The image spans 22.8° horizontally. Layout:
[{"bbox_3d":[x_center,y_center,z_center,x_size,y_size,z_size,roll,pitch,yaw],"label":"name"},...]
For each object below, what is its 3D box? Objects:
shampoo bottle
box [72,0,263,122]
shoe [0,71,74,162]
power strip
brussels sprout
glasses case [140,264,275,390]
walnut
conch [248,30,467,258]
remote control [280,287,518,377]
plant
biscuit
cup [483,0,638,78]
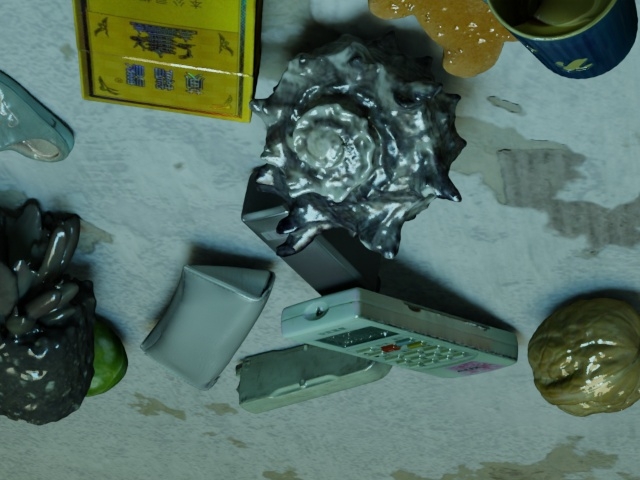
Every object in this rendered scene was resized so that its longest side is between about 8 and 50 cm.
[{"bbox_3d":[0.000,0.000,2.007,0.080,0.079,0.246,-11,142,31],"label":"shampoo bottle"},{"bbox_3d":[-0.156,-0.252,1.649,0.193,0.084,0.301,9,148,1],"label":"box"},{"bbox_3d":[-0.379,-0.137,1.897,0.079,0.078,0.195,-18,141,37],"label":"shoe"},{"bbox_3d":[-0.008,0.186,2.308,0.286,0.080,0.048,-19,144,35],"label":"power strip"},{"bbox_3d":[-0.361,0.173,2.342,0.155,0.117,0.155,-2,149,-1],"label":"brussels sprout"},{"bbox_3d":[-0.159,0.103,2.212,0.128,0.083,0.308,22,146,-8],"label":"glasses case"},{"bbox_3d":[0.356,0.156,2.095,0.155,0.155,0.184,30,145,-29],"label":"walnut"},{"bbox_3d":[0.028,-0.099,1.747,0.241,0.186,0.313,18,147,-10],"label":"conch"},{"bbox_3d":[0.114,0.129,2.126,0.344,0.050,0.145,18,154,-42],"label":"remote control"},{"bbox_3d":[-0.407,0.087,2.133,0.194,0.181,0.320,6,127,10],"label":"plant"},{"bbox_3d":[0.126,-0.266,1.593,0.165,0.036,0.250,-30,133,31],"label":"biscuit"},{"bbox_3d":[0.217,-0.232,1.504,0.176,0.131,0.155,21,175,25],"label":"cup"}]
